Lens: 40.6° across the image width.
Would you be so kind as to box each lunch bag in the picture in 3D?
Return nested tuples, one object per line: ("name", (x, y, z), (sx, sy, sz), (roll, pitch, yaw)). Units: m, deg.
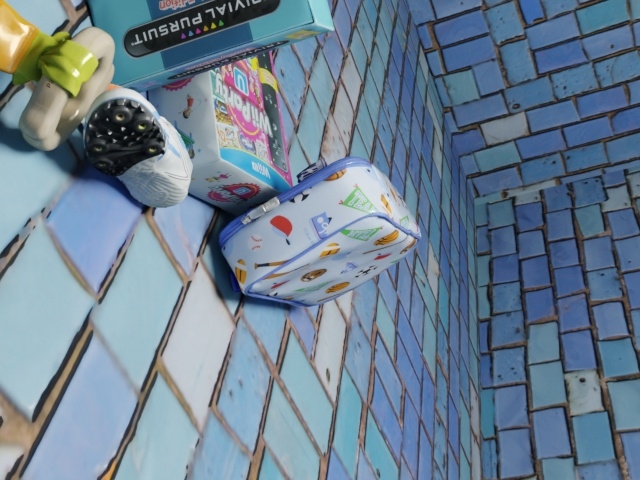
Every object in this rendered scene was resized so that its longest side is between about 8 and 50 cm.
("lunch bag", (0.000, 0.000, 1.194), (0.115, 0.243, 0.303), (65, 13, 18))

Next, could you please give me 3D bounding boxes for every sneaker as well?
("sneaker", (-0.188, -0.104, 0.891), (0.237, 0.085, 0.086), (83, -3, -74))

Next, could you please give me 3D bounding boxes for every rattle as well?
("rattle", (-0.268, -0.161, 0.831), (0.200, 0.142, 0.130), (-92, -163, -76))

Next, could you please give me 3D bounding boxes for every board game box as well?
("board game box", (-0.136, -0.203, 1.147), (0.224, 0.097, 0.304), (27, 52, -65))
("board game box", (-0.152, -0.362, 0.961), (0.079, 0.253, 0.336), (-27, 103, -72))
